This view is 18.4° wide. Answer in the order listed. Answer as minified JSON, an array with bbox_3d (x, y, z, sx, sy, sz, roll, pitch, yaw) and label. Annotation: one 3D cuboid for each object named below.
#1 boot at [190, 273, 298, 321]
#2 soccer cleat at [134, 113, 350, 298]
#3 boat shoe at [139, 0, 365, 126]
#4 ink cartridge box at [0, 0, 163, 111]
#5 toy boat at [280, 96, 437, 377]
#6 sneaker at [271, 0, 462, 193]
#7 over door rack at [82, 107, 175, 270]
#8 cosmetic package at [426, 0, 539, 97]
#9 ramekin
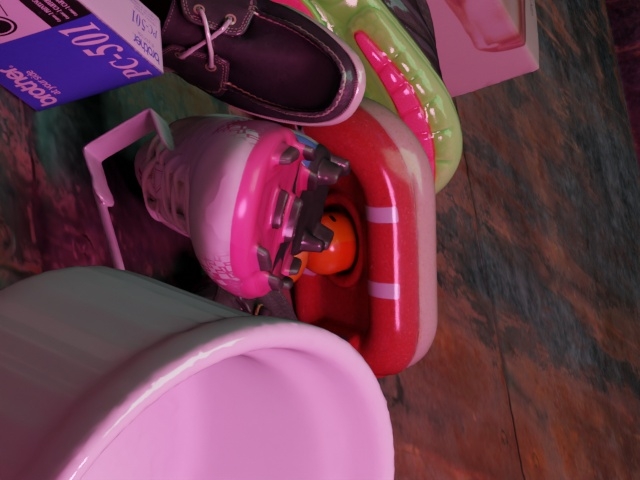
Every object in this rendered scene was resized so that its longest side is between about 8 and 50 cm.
[{"bbox_3d":[-0.049,0.129,1.394,0.229,0.091,0.263,-14,87,-70],"label":"boot"},{"bbox_3d":[-0.071,-0.030,1.344,0.331,0.143,0.116,-11,114,-83],"label":"soccer cleat"},{"bbox_3d":[-0.079,-0.137,1.352,0.079,0.233,0.084,-16,130,-65],"label":"boat shoe"},{"bbox_3d":[-0.187,-0.149,1.212,0.207,0.097,0.046,39,41,-58],"label":"ink cartridge box"},{"bbox_3d":[0.000,0.000,1.575,0.151,0.151,0.231,-9,103,-32],"label":"toy boat"},{"bbox_3d":[-0.018,-0.255,1.692,0.202,0.185,0.483,-98,171,-71],"label":"sneaker"},{"bbox_3d":[-0.173,0.027,1.112,0.239,0.108,0.324,44,34,-54],"label":"over door rack"},{"bbox_3d":[0.124,-0.305,2.111,0.296,0.129,0.153,51,30,-49],"label":"cosmetic package"},{"bbox_3d":[-0.101,0.145,0.931,0.277,0.135,0.277,-30,132,-40],"label":"ramekin"}]
